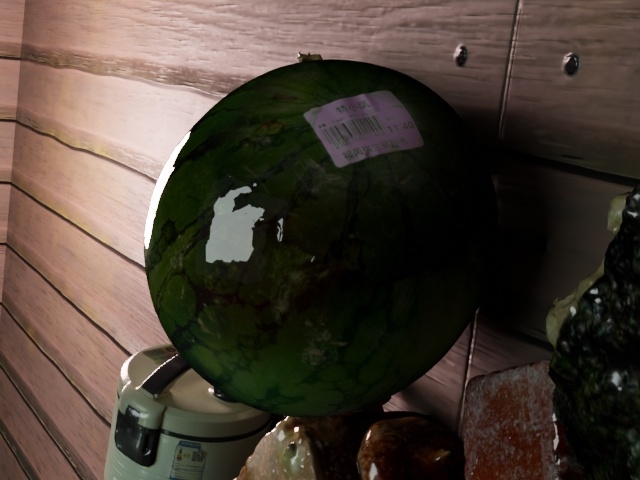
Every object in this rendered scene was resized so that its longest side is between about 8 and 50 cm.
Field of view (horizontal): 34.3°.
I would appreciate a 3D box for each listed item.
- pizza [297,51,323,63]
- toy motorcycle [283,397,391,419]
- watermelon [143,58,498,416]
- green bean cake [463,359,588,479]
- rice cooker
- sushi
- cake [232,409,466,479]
[{"bbox_3d":[-0.005,-0.129,1.224,0.069,0.226,0.147,-19,115,35],"label":"pizza"},{"bbox_3d":[0.019,0.200,1.189,0.084,0.118,0.212,51,147,23],"label":"toy motorcycle"},{"bbox_3d":[0.000,0.000,0.996,0.363,0.363,0.363,-6,83,60],"label":"watermelon"},{"bbox_3d":[0.186,0.179,0.920,0.135,0.056,0.135,-28,56,57],"label":"green bean cake"},{"bbox_3d":[-0.181,0.255,1.402,0.226,0.226,0.244,45,126,52],"label":"rice cooker"},{"bbox_3d":[0.272,0.049,0.644,0.171,0.211,0.350,59,146,34],"label":"sushi"},{"bbox_3d":[0.030,0.296,1.064,0.293,0.199,0.196,-55,41,41],"label":"cake"}]
